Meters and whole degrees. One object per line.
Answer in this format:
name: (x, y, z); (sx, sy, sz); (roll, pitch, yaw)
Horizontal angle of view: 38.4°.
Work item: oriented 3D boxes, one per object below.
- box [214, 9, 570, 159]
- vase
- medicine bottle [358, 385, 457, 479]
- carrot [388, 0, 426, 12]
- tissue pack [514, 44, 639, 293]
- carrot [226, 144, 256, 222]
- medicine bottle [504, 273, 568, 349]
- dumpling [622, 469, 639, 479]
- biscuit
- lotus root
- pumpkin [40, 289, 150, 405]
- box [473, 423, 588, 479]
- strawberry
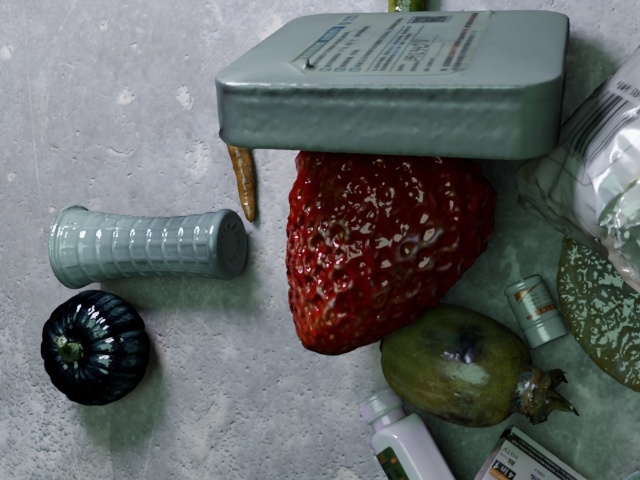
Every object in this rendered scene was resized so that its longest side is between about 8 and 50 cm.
box: (0.104, -0.206, 1.147); (0.396, 0.396, 0.111); (4, 115, 16)
vase: (-0.272, 0.007, 1.473); (0.298, 0.143, 0.143); (-1, 85, 22)
medicine bottle: (0.129, 0.309, 1.267); (0.078, 0.115, 0.219); (-24, 72, -18)
carrot: (0.133, -0.437, 1.352); (0.074, 0.074, 0.359); (6, 91, 26)
tissue pack: (0.400, -0.136, 1.046); (0.195, 0.375, 0.390); (39, 104, -16)
carrot: (-0.122, -0.108, 1.464); (0.035, 0.035, 0.165); (-16, 82, 23)
medicine bottle: (0.290, 0.096, 1.239); (0.057, 0.057, 0.089); (-28, 74, 21)
dumpling: (0.393, 0.467, 1.092); (0.270, 0.212, 0.321); (-18, 59, -14)
biscuit: (0.383, 0.067, 1.208); (0.141, 0.038, 0.290); (-9, 80, 25)
lotus root: (0.203, 0.173, 1.221); (0.278, 0.154, 0.154); (21, 95, 32)
pumpkin: (-0.367, 0.177, 1.502); (0.194, 0.150, 0.194); (26, 130, 36)
box: (0.234, 0.373, 1.176); (0.129, 0.033, 0.247); (36, 71, 2)
strawberry: (0.090, -0.016, 1.229); (0.291, 0.291, 0.310); (9, 110, 26)
